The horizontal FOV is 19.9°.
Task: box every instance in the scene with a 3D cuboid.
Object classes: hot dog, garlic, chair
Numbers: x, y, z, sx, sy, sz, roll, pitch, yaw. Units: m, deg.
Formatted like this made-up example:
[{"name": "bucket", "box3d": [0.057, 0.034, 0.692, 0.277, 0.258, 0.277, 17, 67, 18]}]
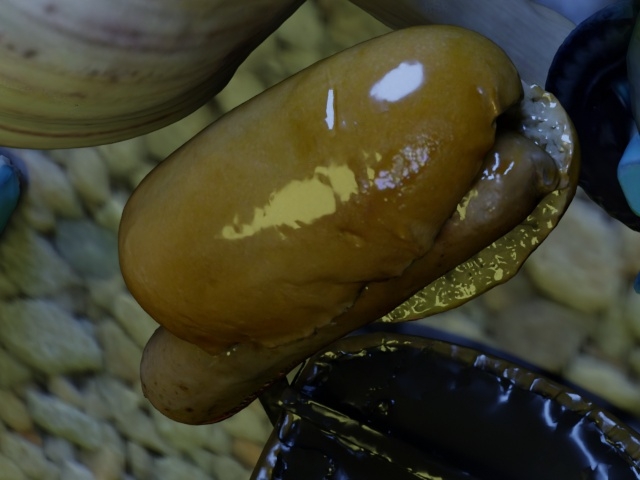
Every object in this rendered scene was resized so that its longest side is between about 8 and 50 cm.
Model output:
[{"name": "hot dog", "box3d": [-0.001, 0.000, 0.447, 0.140, 0.090, 0.060, -22, 70, 29]}, {"name": "garlic", "box3d": [-0.014, -0.082, 0.474, 0.226, 0.199, 0.199, 34, 142, -25]}, {"name": "chair", "box3d": [0.030, 0.119, 0.591, 0.158, 0.172, 0.247, 24, 176, 21]}]

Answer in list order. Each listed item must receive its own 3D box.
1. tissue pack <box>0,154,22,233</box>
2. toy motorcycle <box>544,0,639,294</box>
[{"name": "tissue pack", "box3d": [-0.254, 0.061, 0.671, 0.124, 0.271, 0.201, 39, 137, 4]}, {"name": "toy motorcycle", "box3d": [0.146, -0.067, 0.385, 0.182, 0.123, 0.272, 23, 138, 14]}]
